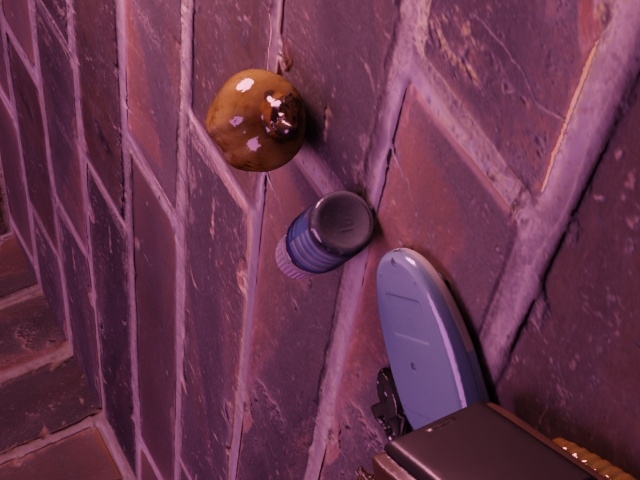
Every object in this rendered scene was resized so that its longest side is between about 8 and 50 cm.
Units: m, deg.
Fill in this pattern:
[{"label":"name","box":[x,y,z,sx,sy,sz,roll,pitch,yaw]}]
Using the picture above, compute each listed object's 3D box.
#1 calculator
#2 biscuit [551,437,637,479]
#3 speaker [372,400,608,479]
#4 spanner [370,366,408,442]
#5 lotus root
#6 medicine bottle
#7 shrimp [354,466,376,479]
[{"label":"calculator","box":[0.132,0.153,1.470,0.188,0.042,0.302,7,114,66]},{"label":"biscuit","box":[0.297,0.329,1.254,0.172,0.029,0.254,26,133,62]},{"label":"speaker","box":[0.179,0.294,1.260,0.231,0.153,0.192,29,135,61]},{"label":"spanner","box":[0.111,0.319,1.680,0.093,0.026,0.325,19,122,65]},{"label":"lotus root","box":[-0.075,-0.149,1.583,0.125,0.118,0.221,39,162,-16]},{"label":"medicine bottle","box":[0.000,0.000,1.590,0.083,0.083,0.203,66,160,6]},{"label":"shrimp","box":[0.109,0.389,1.773,0.184,0.043,0.091,50,146,26]}]
